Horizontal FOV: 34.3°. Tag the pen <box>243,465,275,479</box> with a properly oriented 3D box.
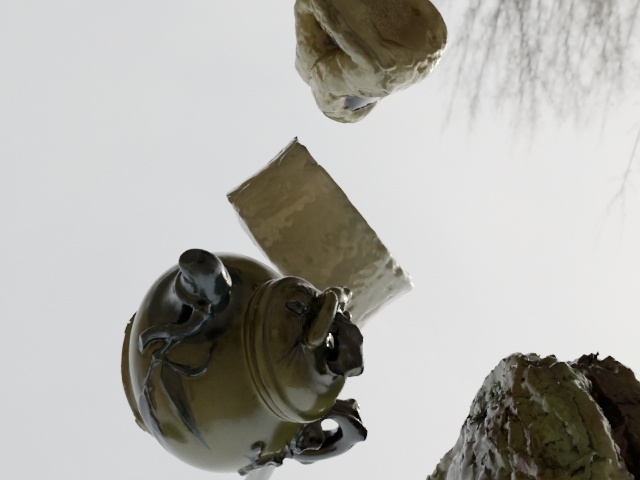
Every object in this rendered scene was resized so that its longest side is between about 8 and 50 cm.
[{"bbox_3d":[-0.063,0.246,1.103,0.028,0.239,0.028,10,-130,-12],"label":"pen"}]

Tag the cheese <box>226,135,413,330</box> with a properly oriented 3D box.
[{"bbox_3d":[0.000,0.004,1.586,0.153,0.332,0.292,-39,-92,2],"label":"cheese"}]

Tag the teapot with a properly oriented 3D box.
[{"bbox_3d":[-0.041,0.097,0.808,0.183,0.269,0.173,-14,-137,30],"label":"teapot"}]

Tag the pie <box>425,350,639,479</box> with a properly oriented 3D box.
[{"bbox_3d":[0.197,0.321,0.991,0.181,0.418,0.395,9,-143,-22],"label":"pie"}]

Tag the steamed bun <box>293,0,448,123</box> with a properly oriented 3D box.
[{"bbox_3d":[0.037,-0.206,1.138,0.141,0.155,0.172,-26,-109,-38],"label":"steamed bun"}]
